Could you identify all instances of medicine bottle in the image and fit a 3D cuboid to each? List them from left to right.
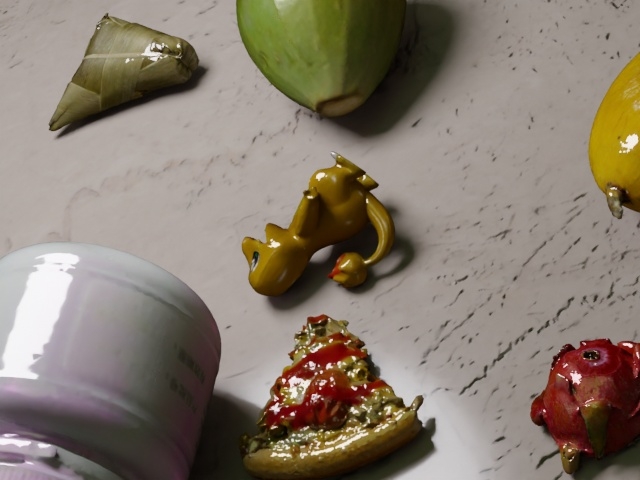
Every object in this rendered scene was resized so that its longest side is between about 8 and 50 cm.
[{"bbox_3d":[-0.247,0.192,1.320,0.256,0.256,0.325,-4,53,24],"label":"medicine bottle"}]

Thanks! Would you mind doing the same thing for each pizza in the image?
[{"bbox_3d":[0.002,0.140,1.376,0.188,0.062,0.199,-18,44,9],"label":"pizza"}]

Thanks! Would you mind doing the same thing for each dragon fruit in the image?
[{"bbox_3d":[0.244,0.133,1.254,0.126,0.068,0.112,-33,42,-4],"label":"dragon fruit"}]

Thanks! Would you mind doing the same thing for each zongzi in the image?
[{"bbox_3d":[-0.255,-0.199,1.800,0.160,0.078,0.176,19,72,37],"label":"zongzi"}]

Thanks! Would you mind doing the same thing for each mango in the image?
[{"bbox_3d":[0.372,-0.135,1.389,0.176,0.119,0.317,7,50,41],"label":"mango"}]

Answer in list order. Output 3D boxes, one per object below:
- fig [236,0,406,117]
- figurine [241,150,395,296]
[{"bbox_3d":[-0.002,-0.256,1.643,0.207,0.207,0.230,5,88,30],"label":"fig"},{"bbox_3d":[0.001,0.004,1.487,0.176,0.121,0.122,-40,72,9],"label":"figurine"}]
